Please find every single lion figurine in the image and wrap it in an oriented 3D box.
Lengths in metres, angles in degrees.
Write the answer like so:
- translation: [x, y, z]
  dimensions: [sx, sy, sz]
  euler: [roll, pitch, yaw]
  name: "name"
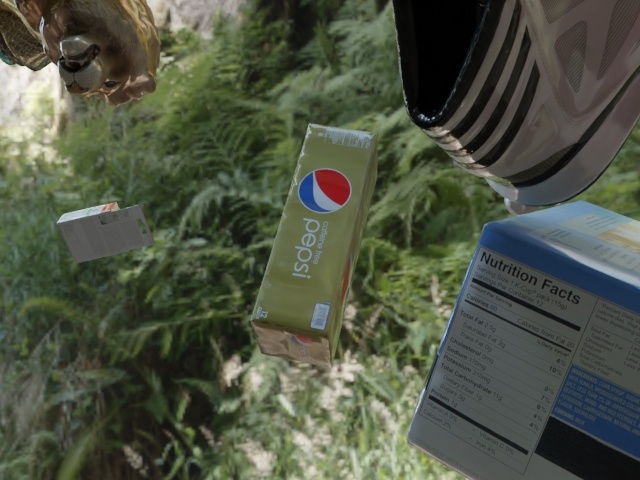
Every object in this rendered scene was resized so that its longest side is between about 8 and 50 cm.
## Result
- translation: [-0.333, -0.268, 0.762]
  dimensions: [0.392, 0.142, 0.240]
  euler: [21, -32, 23]
  name: "lion figurine"

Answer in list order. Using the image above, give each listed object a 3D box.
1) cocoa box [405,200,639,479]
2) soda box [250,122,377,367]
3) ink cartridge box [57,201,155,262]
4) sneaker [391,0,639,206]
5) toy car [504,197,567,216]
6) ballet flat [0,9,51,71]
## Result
- translation: [0.283, 0.108, 0.802]
  dimensions: [0.231, 0.228, 0.347]
  euler: [25, 18, 27]
  name: "cocoa box"
- translation: [0.000, 0.000, 0.619]
  dimensions: [0.058, 0.181, 0.061]
  euler: [10, -29, 10]
  name: "soda box"
- translation: [-0.277, -0.014, 1.046]
  dimensions: [0.115, 0.063, 0.029]
  euler: [-13, 27, 8]
  name: "ink cartridge box"
- translation: [0.215, -0.248, 0.596]
  dimensions: [0.169, 0.447, 0.257]
  euler: [36, 11, 38]
  name: "sneaker"
- translation: [0.460, -0.146, 1.690]
  dimensions: [0.182, 0.136, 0.159]
  euler: [-22, 17, 40]
  name: "toy car"
- translation: [-0.357, -0.404, 0.971]
  dimensions: [0.182, 0.483, 0.164]
  euler: [-27, -29, -4]
  name: "ballet flat"
